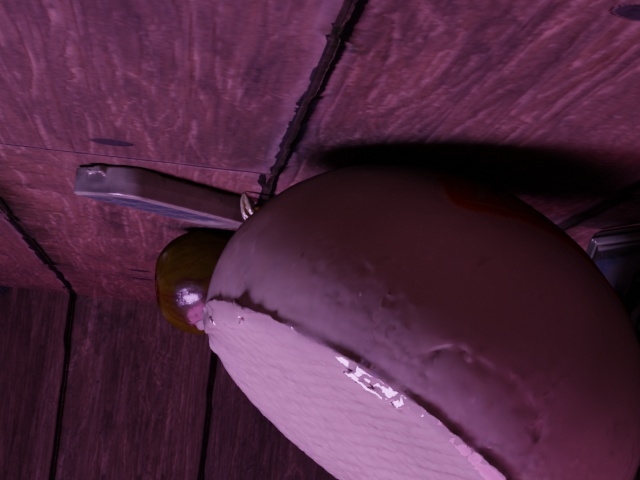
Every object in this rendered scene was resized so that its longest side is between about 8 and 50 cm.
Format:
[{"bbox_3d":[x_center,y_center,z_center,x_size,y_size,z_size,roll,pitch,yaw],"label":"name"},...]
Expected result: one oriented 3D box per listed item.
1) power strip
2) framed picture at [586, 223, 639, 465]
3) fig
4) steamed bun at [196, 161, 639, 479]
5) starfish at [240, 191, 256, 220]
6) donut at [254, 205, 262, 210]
[{"bbox_3d":[-0.143,-0.039,1.751,0.080,0.029,0.227,2,173,35],"label":"power strip"},{"bbox_3d":[0.265,0.082,1.599,0.019,0.232,0.296,25,168,-16],"label":"framed picture"},{"bbox_3d":[-0.078,0.045,2.157,0.236,0.124,0.124,-5,178,-20],"label":"fig"},{"bbox_3d":[0.101,0.080,1.474,0.374,0.241,0.374,36,164,12],"label":"steamed bun"},{"bbox_3d":[-0.013,0.038,1.787,0.223,0.217,0.050,-28,-153,9],"label":"starfish"},{"bbox_3d":[0.000,0.000,1.864,0.152,0.058,0.152,4,175,0],"label":"donut"}]
